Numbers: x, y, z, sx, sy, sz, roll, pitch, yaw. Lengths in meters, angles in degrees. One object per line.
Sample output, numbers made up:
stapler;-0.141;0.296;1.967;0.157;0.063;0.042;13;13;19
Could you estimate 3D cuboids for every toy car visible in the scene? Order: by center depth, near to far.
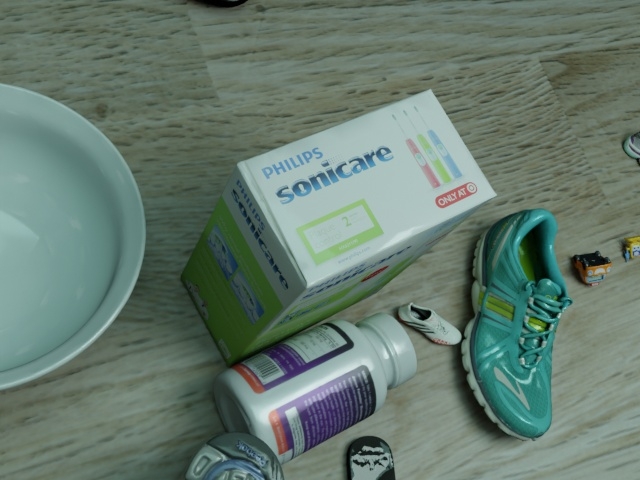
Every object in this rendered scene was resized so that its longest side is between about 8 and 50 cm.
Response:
toy car;0.386;0.030;1.008;0.122;0.060;0.040;-14;105;-17

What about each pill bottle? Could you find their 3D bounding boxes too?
pill bottle;-0.001;0.146;0.789;0.194;0.108;0.108;-22;77;-26

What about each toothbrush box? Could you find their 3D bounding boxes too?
toothbrush box;0.000;0.000;0.753;0.206;0.283;0.122;-24;77;-27

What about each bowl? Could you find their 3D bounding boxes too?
bowl;-0.321;0.010;0.721;0.298;0.134;0.297;7;67;-17

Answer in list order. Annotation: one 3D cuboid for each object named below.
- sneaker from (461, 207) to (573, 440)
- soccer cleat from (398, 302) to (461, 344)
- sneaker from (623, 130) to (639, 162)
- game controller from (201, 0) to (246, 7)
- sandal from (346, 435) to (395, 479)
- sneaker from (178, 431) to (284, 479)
sneaker;0.231;0.089;0.890;0.107;0.110;0.275;13;65;-22
soccer cleat;0.130;0.097;0.897;0.083;0.035;0.029;28;61;-6
sneaker;0.489;-0.124;1.099;0.098;0.069;0.038;37;61;-1
game controller;-0.222;-0.406;0.973;0.319;0.067;0.166;17;63;-11
sandal;0.059;0.289;0.787;0.067;0.040;0.179;1;68;-19
sneaker;-0.114;0.311;0.683;0.111;0.129;0.297;25;80;-10
